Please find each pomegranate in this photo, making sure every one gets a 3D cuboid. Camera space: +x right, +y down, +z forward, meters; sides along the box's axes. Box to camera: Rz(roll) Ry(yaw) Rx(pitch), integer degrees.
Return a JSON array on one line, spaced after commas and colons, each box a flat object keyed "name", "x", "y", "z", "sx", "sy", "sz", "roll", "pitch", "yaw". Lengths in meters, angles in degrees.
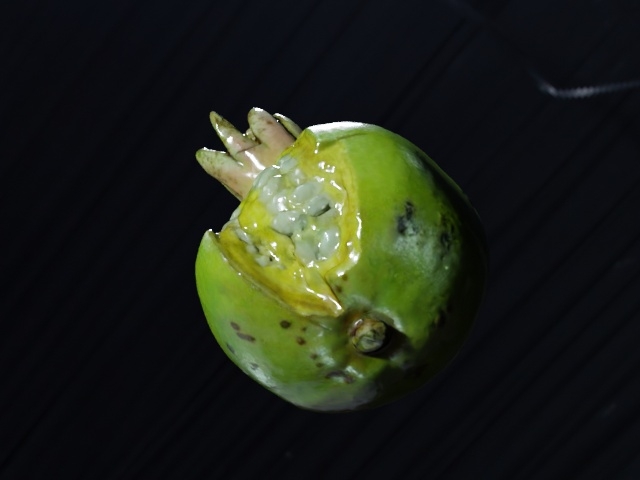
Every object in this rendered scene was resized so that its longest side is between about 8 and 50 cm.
[{"name": "pomegranate", "x": 0.000, "y": 0.000, "z": 1.093, "sx": 0.236, "sy": 0.236, "sz": 0.302, "roll": 24, "pitch": 19, "yaw": -38}]
